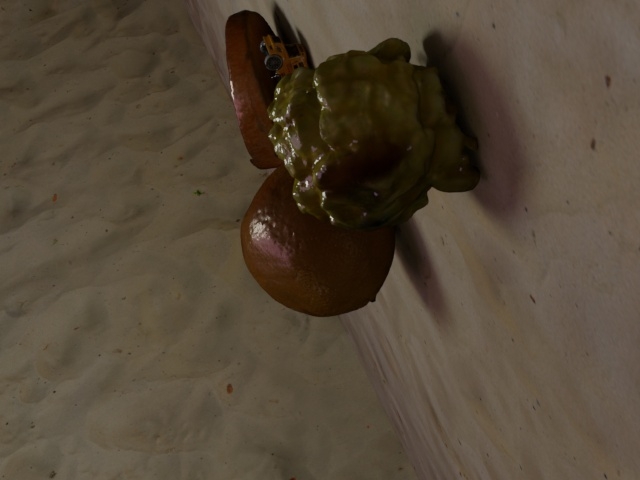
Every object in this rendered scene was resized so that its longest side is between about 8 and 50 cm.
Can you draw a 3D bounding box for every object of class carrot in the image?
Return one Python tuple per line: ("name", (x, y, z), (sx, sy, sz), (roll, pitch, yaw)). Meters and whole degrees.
("carrot", (-0.113, -0.285, 1.686), (0.258, 0.100, 0.307), (-81, -26, -63))

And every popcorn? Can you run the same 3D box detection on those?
("popcorn", (0.050, -0.104, 0.898), (0.218, 0.189, 0.169), (64, -173, -63))

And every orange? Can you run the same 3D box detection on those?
("orange", (0.000, 0.000, 1.416), (0.264, 0.264, 0.264), (156, 90, -84))

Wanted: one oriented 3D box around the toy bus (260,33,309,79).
("toy bus", (-0.050, -0.290, 1.558), (0.069, 0.074, 0.162), (-109, -2, -50))
